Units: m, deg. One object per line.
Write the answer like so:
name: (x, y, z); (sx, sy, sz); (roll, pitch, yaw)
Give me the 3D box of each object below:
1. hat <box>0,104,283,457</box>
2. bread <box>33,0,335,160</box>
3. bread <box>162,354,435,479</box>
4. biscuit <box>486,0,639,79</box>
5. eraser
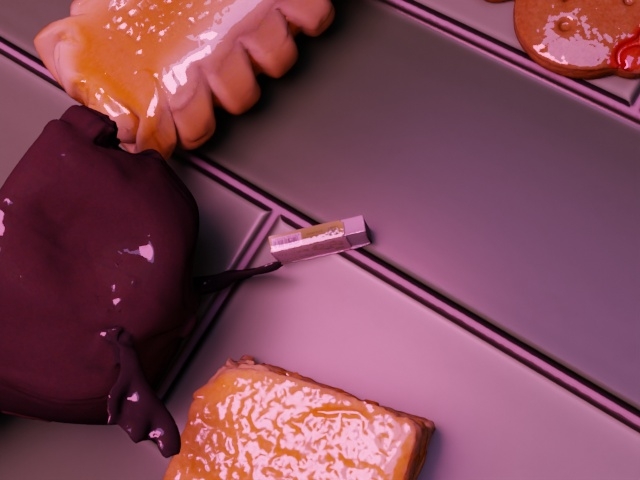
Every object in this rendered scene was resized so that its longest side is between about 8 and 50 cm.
hat: (-0.176, 0.087, 0.648); (0.209, 0.238, 0.336); (37, 106, 3)
bread: (-0.085, -0.207, 0.733); (0.311, 0.121, 0.173); (-41, 75, -2)
bread: (-0.040, 0.238, 0.624); (0.184, 0.114, 0.275); (16, 80, 19)
biscuit: (0.217, -0.236, 0.720); (0.165, 0.036, 0.226); (-18, 74, 6)
eraser: (0.000, 0.000, 0.708); (0.083, 0.038, 0.019); (-14, 69, 8)
